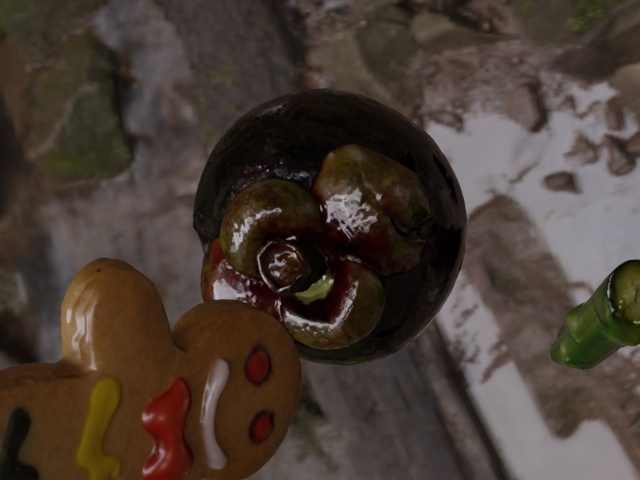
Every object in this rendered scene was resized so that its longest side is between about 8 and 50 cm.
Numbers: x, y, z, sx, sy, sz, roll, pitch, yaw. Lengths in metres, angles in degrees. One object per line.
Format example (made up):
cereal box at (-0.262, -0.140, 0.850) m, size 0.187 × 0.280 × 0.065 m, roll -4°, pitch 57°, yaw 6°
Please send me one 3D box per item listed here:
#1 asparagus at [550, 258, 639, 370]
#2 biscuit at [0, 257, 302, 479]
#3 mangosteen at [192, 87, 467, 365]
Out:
asparagus at (0.340, 0.104, 1.899) m, size 0.085 × 0.082 × 0.343 m, roll 31°, pitch 160°, yaw 6°
biscuit at (-0.093, 0.093, 0.690) m, size 0.036 × 0.250 × 0.165 m, roll 12°, pitch 111°, yaw 41°
mangosteen at (0.000, 0.000, 1.143) m, size 0.211 × 0.250 × 0.211 m, roll 3°, pitch 107°, yaw 10°
